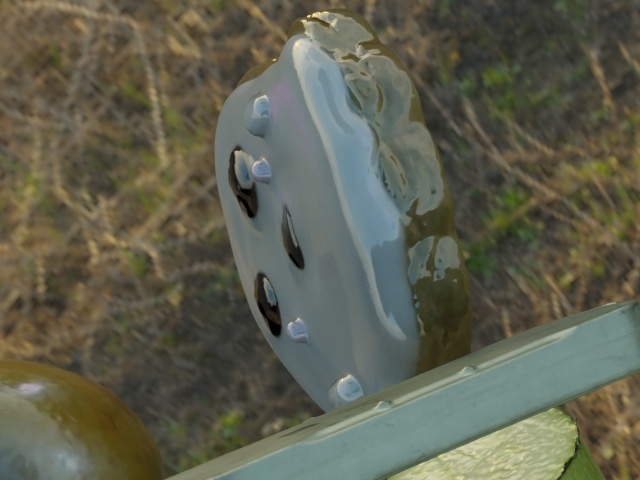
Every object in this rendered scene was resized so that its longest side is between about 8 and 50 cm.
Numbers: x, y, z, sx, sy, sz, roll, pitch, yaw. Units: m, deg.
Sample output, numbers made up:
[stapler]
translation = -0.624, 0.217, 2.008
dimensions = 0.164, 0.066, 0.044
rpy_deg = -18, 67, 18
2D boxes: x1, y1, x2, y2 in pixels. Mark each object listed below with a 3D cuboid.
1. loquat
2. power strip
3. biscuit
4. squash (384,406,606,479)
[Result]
[loquat]
translation = -0.215, 0.161, 1.208
dimensions = 0.179, 0.227, 0.179
rpy_deg = -178, 90, -69
[power strip]
translation = 0.025, 0.070, 0.687
dimensions = 0.227, 0.080, 0.029
rpy_deg = -20, 88, -24
[biscuit]
translation = 0.000, 0.000, 0.836
dimensions = 0.049, 0.208, 0.181
rpy_deg = -16, 88, -22
[squash]
translation = 0.155, 0.221, 1.084
dimensions = 0.137, 0.137, 0.287
rpy_deg = -37, 87, 6
